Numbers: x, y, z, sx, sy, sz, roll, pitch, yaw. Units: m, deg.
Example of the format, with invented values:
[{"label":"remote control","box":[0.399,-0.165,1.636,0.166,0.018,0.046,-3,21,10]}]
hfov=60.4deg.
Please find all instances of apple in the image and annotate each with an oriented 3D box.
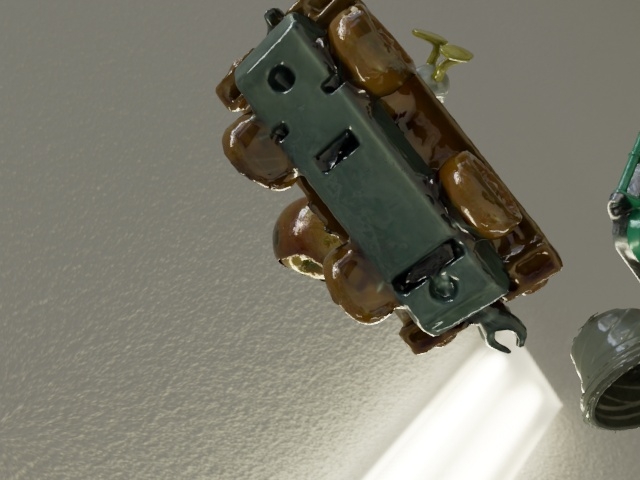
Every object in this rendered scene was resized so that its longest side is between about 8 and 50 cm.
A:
[{"label":"apple","box":[0.000,0.000,1.333,0.237,0.237,0.207,29,-131,-19]}]

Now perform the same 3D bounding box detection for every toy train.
[{"label":"toy train","box":[0.072,-0.058,0.520,0.369,0.163,0.232,53,-157,2]}]

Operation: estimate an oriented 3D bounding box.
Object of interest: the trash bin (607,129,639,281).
[{"label":"trash bin","box":[0.629,-0.042,0.738,0.295,0.381,0.259,40,-111,-30]}]

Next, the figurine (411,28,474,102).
[{"label":"figurine","box":[0.195,-0.350,1.406,0.284,0.338,0.204,-1,-141,-17]}]

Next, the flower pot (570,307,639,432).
[{"label":"flower pot","box":[0.527,0.207,0.941,0.236,0.235,0.140,13,-146,-27]}]
